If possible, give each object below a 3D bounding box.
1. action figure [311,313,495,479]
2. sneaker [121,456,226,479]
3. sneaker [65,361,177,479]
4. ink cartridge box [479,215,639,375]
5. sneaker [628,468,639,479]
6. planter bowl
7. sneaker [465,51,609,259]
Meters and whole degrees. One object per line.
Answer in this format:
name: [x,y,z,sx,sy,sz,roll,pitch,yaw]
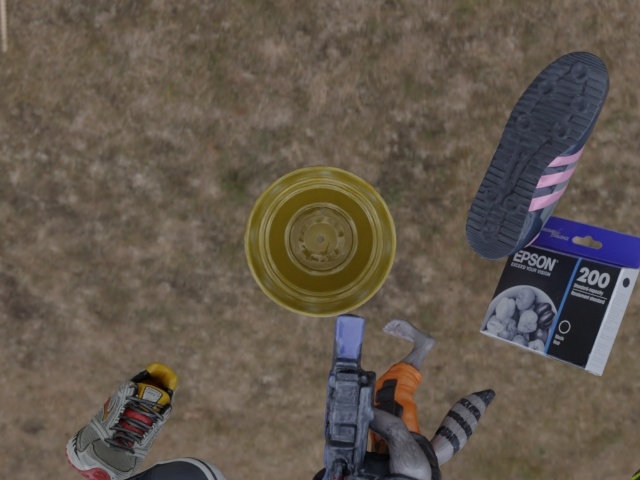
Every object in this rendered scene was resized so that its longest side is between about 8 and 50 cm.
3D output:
action figure: [0.090,0.217,1.184,0.178,0.330,0.341,9,118,11]
sneaker: [-0.236,0.327,1.079,0.321,0.126,0.127,-38,156,14]
sneaker: [-0.226,0.211,1.264,0.088,0.225,0.093,35,110,-8]
ink cartridge box: [0.350,0.068,1.568,0.045,0.208,0.206,26,175,-39]
sneaker: [0.575,0.388,1.632,0.295,0.109,0.124,-25,97,36]
planter bowl: [0.000,0.000,1.587,0.217,0.090,0.217,0,92,0]
sneaker: [0.316,-0.122,1.547,0.112,0.131,0.319,37,112,23]
